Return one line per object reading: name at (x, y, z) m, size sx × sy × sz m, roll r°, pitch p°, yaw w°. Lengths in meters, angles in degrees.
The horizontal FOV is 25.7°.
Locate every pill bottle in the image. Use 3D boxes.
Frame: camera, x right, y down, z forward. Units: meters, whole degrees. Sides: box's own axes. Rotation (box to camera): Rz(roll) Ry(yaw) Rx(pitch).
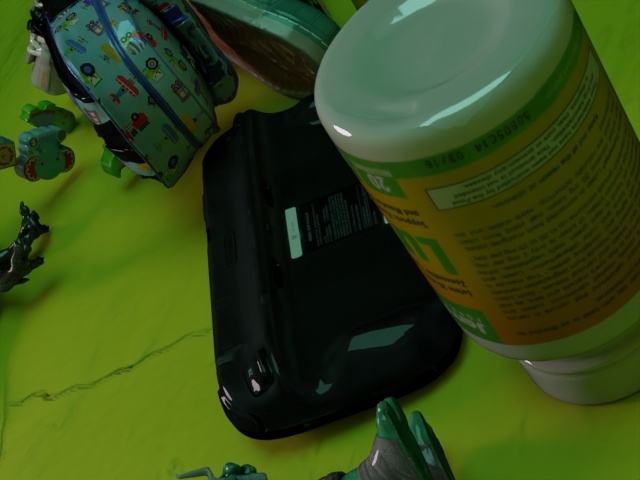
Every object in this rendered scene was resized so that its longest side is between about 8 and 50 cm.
pill bottle at (0.110, -0.021, 0.756) m, size 0.136 × 0.246 × 0.136 m, roll -21°, pitch 40°, yaw 19°

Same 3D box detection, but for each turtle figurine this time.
turtle figurine at (-0.042, 0.170, 0.787) m, size 0.234 × 0.118 × 0.175 m, roll -28°, pitch -2°, yaw 8°

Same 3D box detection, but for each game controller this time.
game controller at (0.000, 0.000, 0.985) m, size 0.166 × 0.067 × 0.319 m, roll -14°, pitch 41°, yaw 4°

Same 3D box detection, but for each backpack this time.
backpack at (-0.136, -0.130, 1.076) m, size 0.117 × 0.158 × 0.173 m, roll -35°, pitch 31°, yaw 2°

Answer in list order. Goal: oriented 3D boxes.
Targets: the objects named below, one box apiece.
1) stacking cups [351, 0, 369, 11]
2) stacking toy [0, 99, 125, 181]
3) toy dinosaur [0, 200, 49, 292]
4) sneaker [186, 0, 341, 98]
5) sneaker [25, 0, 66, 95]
stacking cups at (-0.004, -0.297, 1.078) m, size 0.096 × 0.316 × 0.096 m, roll -23°, pitch 40°, yaw 20°
stacking toy at (-0.268, -0.063, 1.199) m, size 0.221 × 0.052 × 0.167 m, roll -20°, pitch 29°, yaw -35°
toy dinosaur at (-0.282, 0.030, 1.162) m, size 0.118 × 0.064 × 0.268 m, roll -36°, pitch 41°, yaw 6°
sneaker at (-0.052, -0.215, 1.198) m, size 0.121 × 0.108 × 0.302 m, roll -46°, pitch 38°, yaw -8°
sneaker at (-0.214, -0.186, 1.221) m, size 0.099 × 0.262 × 0.121 m, roll 35°, pitch 84°, yaw 12°
